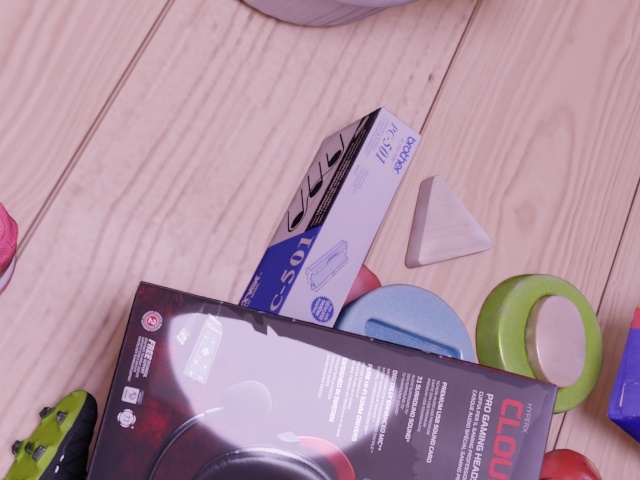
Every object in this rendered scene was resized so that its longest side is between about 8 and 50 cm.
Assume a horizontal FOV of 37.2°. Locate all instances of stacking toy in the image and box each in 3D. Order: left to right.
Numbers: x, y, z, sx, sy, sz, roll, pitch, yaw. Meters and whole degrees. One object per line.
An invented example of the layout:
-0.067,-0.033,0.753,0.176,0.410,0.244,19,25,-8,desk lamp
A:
0.145,0.104,0.777,0.309,0.130,0.279,41,64,-16,stacking toy

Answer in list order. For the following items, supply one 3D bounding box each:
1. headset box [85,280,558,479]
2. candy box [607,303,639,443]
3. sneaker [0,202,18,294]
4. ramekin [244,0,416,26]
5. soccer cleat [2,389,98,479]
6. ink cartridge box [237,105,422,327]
0.003,0.165,0.592,0.293,0.110,0.218,16,82,-8,headset box
0.447,0.168,0.810,0.317,0.268,0.122,37,61,-35,candy box
-0.316,-0.060,0.556,0.313,0.136,0.116,27,67,-21,sneaker
0.001,-0.303,0.785,0.272,0.127,0.273,7,76,-28,ramekin
-0.182,0.188,0.627,0.072,0.060,0.179,31,73,-30,soccer cleat
0.000,0.000,0.738,0.046,0.097,0.207,34,66,-18,ink cartridge box
